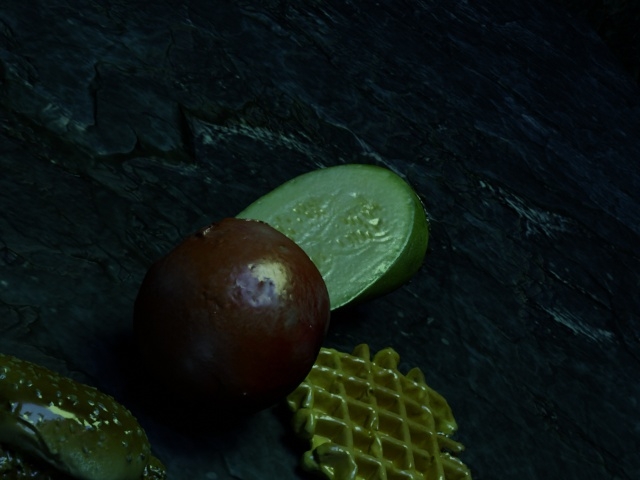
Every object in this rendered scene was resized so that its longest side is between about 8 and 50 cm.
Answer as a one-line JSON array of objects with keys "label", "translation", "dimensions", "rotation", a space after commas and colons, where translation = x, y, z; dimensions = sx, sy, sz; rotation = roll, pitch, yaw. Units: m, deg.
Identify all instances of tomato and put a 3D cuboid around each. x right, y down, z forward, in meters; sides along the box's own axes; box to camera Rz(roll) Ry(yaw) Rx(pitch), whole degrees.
[{"label": "tomato", "translation": [-0.087, 0.086, 1.371], "dimensions": [0.208, 0.208, 0.184], "rotation": [-8, 57, -54]}]

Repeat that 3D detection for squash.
[{"label": "squash", "translation": [0.000, 0.000, 1.621], "dimensions": [0.189, 0.189, 0.260], "rotation": [50, 27, 21]}]

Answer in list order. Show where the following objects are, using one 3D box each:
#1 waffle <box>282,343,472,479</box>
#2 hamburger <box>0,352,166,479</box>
[{"label": "waffle", "translation": [0.081, 0.229, 1.506], "dimensions": [0.309, 0.065, 0.283], "rotation": [49, 31, 18]}, {"label": "hamburger", "translation": [-0.234, 0.173, 1.120], "dimensions": [0.215, 0.122, 0.189], "rotation": [23, 1, -29]}]
